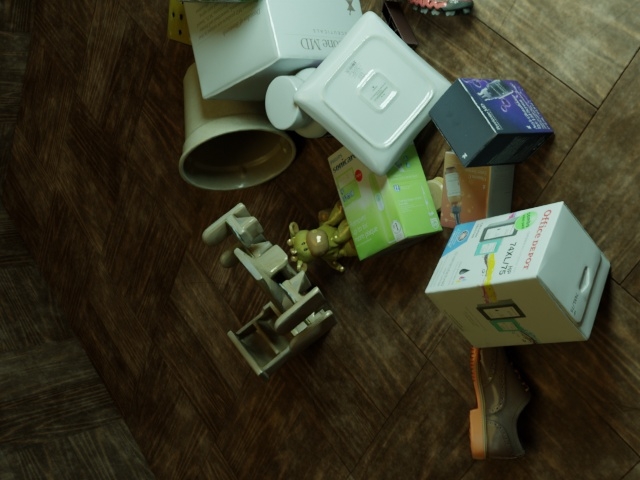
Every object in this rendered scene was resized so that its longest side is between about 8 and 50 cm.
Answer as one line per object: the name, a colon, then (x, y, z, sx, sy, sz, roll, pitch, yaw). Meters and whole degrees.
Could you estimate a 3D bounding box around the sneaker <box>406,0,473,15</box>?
sneaker: (0.239, -0.591, 1.707, 0.276, 0.098, 0.135, 37, 125, 40)

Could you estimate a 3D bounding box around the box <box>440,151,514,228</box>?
box: (0.348, -0.108, 1.680, 0.130, 0.091, 0.170, 14, 107, 46)

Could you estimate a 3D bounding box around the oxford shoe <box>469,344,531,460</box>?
oxford shoe: (0.406, 0.310, 1.700, 0.133, 0.130, 0.363, 0, 90, 15)

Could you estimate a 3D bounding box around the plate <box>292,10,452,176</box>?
plate: (0.126, -0.333, 1.702, 0.278, 0.277, 0.045, 41, 176, -6)

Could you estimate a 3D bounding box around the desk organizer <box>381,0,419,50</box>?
desk organizer: (0.182, -0.513, 1.821, 0.047, 0.050, 0.130, -38, 69, 45)

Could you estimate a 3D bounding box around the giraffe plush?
giraffe plush: (0.000, 0.000, 2.028, 0.210, 0.171, 0.181, -50, 61, 41)

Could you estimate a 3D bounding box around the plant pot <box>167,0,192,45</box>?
plant pot: (-0.341, -0.666, 2.275, 0.212, 0.187, 0.212, 27, 117, 42)

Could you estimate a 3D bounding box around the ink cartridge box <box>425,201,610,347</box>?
ink cartridge box: (0.399, 0.077, 1.524, 0.270, 0.198, 0.197, -14, 127, 48)

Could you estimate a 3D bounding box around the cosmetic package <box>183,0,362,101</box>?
cosmetic package: (-0.122, -0.591, 1.938, 0.328, 0.330, 0.393, -15, 86, 47)

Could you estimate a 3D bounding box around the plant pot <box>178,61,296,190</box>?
plant pot: (-0.265, -0.355, 2.183, 0.334, 0.334, 0.305, -39, 57, 44)

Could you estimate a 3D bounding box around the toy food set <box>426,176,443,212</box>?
toy food set: (0.273, -0.107, 1.816, 0.083, 0.020, 0.083, -20, 83, 48)

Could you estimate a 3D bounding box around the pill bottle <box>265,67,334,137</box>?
pill bottle: (0.020, -0.334, 1.845, 0.169, 0.302, 0.169, 11, 104, 48)

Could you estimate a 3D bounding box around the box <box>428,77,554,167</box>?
box: (0.353, -0.243, 1.561, 0.108, 0.207, 0.153, -49, 61, 41)

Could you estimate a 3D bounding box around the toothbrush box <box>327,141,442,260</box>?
toothbrush box: (0.154, -0.117, 1.857, 0.206, 0.122, 0.283, -29, 74, 56)

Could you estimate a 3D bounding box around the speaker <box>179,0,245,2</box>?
speaker: (-0.256, -0.615, 1.742, 0.297, 0.131, 0.131, 18, 110, 44)

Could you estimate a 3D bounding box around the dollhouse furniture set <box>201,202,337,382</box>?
dollhouse furniture set: (-0.156, 0.175, 2.023, 0.362, 0.256, 0.394, 46, 171, 32)
